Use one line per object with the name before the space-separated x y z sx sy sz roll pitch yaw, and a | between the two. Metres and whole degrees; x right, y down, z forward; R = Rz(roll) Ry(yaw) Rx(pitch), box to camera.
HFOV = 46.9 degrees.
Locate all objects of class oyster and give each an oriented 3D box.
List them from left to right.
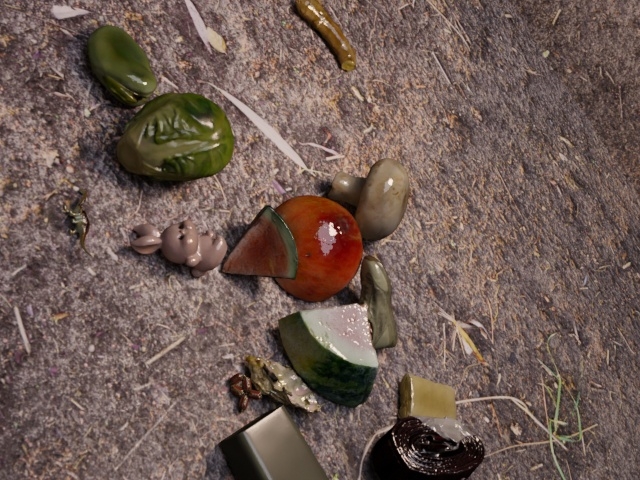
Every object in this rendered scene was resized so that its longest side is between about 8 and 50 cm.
oyster | -0.088 0.362 1.785 0.209 0.072 0.133 35 18 -37

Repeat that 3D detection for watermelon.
watermelon | -0.138 0.028 1.866 0.207 0.202 0.136 61 19 10
watermelon | 0.038 0.274 1.889 0.310 0.193 0.232 45 64 1

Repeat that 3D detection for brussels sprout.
brussels sprout | -0.352 -0.246 1.790 0.271 0.210 0.219 -24 106 -32

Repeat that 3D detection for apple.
apple | 0.000 0.000 1.972 0.251 0.163 0.293 3 65 -39

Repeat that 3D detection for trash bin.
trash bin | -0.096 0.517 1.669 0.164 0.122 0.240 -23 82 -43

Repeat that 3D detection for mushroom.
mushroom | 0.140 -0.130 2.141 0.244 0.243 0.243 18 59 -31

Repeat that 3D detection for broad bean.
broad bean | -0.498 -0.435 1.845 0.169 0.100 0.228 9 51 -44

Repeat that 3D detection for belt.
belt | 0.275 0.561 1.916 0.289 0.164 0.184 7 42 -28

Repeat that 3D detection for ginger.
ginger | 0.025 -0.677 2.397 0.118 0.065 0.299 -40 98 -39

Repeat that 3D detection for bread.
bread | 0.298 0.454 2.050 0.178 0.060 0.139 23 57 -29

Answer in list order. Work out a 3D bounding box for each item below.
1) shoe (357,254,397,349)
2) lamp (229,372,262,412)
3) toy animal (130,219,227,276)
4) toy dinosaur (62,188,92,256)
shoe | 0.139 0.175 1.998 0.098 0.103 0.274 -18 104 -31
lamp | -0.182 0.351 1.733 0.063 0.031 0.083 -35 80 -7
toy animal | -0.332 0.005 1.737 0.212 0.124 0.124 20 57 -34
toy dinosaur | -0.542 -0.041 1.646 0.058 0.037 0.180 4 65 -32
